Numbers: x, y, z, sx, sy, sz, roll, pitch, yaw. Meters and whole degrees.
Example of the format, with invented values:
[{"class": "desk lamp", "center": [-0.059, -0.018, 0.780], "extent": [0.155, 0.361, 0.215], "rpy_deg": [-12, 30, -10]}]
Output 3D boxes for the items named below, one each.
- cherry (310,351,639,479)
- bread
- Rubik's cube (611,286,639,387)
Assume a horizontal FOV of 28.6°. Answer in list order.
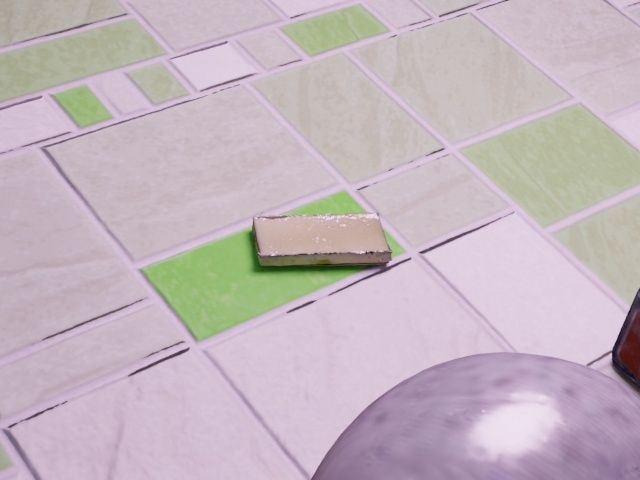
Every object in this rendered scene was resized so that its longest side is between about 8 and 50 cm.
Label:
[{"class": "cherry", "center": [0.126, 0.235, 0.943], "extent": [0.326, 0.335, 0.291], "rpy_deg": [-46, 59, 5]}, {"class": "bread", "center": [0.000, 0.000, 1.395], "extent": [0.153, 0.028, 0.068], "rpy_deg": [-2, 45, -13]}, {"class": "Rubik's cube", "center": [0.553, 0.047, 1.231], "extent": [0.363, 0.359, 0.362], "rpy_deg": [-25, 56, -33]}]
